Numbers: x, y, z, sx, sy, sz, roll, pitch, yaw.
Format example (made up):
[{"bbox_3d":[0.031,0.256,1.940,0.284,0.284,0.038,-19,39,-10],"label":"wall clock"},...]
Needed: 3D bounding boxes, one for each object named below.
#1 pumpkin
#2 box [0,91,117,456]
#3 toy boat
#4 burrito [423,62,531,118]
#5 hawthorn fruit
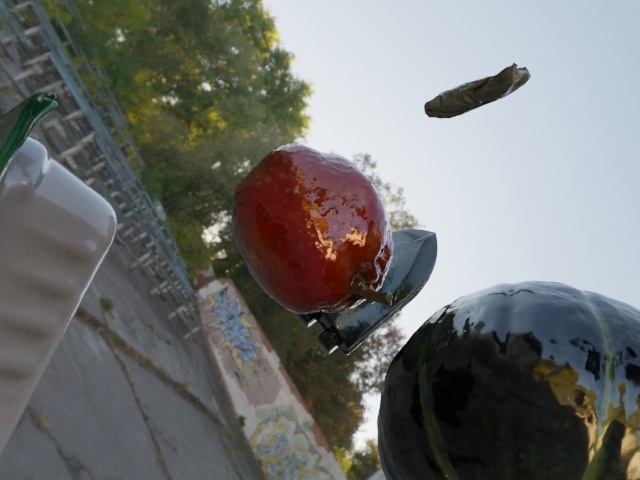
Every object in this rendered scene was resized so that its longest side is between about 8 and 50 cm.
[{"bbox_3d":[0.211,0.193,0.425,0.323,0.241,0.323,11,-46,12],"label":"pumpkin"},{"bbox_3d":[-0.281,0.058,0.355,0.264,0.337,0.106,8,-21,46],"label":"box"},{"bbox_3d":[0.106,0.075,0.831,0.141,0.319,0.092,48,-20,19],"label":"toy boat"},{"bbox_3d":[0.297,-0.285,0.862,0.058,0.063,0.229,46,-25,-19],"label":"burrito"},{"bbox_3d":[0.000,0.000,0.550,0.253,0.205,0.205,54,-16,42],"label":"hawthorn fruit"}]
